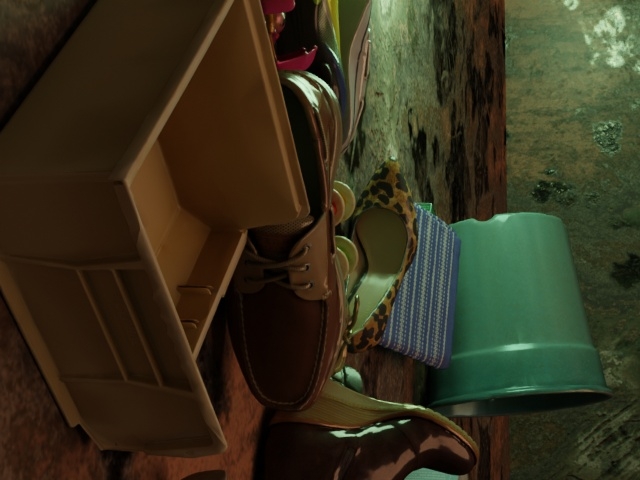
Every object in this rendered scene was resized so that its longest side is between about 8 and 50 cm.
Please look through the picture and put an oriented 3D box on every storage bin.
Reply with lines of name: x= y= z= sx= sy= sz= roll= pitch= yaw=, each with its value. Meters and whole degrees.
storage bin: x=-0.112 y=-0.021 z=0.808 sx=0.262 sy=0.123 sz=0.260 roll=-72 pitch=156 yaw=-47

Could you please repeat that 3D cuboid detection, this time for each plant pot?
plant pot: x=0.347 y=0.140 z=2.049 sx=0.341 sy=0.341 sz=0.334 roll=39 pitch=46 yaw=-69

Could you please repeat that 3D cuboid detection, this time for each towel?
towel: x=0.143 y=0.064 z=1.753 sx=0.336 sy=0.040 sz=0.243 roll=29 pitch=64 yaw=-59

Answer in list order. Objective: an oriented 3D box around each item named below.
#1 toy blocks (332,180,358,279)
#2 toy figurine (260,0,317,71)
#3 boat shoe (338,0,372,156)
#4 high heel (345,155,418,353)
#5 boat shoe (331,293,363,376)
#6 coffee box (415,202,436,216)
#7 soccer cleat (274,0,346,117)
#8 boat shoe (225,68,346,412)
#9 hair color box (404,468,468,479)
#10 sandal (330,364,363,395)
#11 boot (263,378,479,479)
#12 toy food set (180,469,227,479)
toy blocks: x=0.000 y=0.000 z=1.305 sx=0.148 sy=0.054 sz=0.123 roll=-33 pitch=121 yaw=-70
toy figurine: x=-0.054 y=-0.231 z=1.084 sx=0.159 sy=0.130 sz=0.173 roll=91 pitch=-15 yaw=-51
boat shoe: x=0.012 y=-0.222 z=1.311 sx=0.084 sy=0.095 sz=0.258 roll=17 pitch=83 yaw=-80
high heel: x=0.073 y=0.017 z=1.470 sx=0.186 sy=0.093 sz=0.261 roll=-15 pitch=114 yaw=-79
boat shoe: x=-0.006 y=0.079 z=1.221 sx=0.285 sy=0.089 sz=0.104 roll=63 pitch=31 yaw=-58
coffee box: x=0.177 y=0.042 z=1.924 sx=0.113 sy=0.040 sz=0.184 roll=60 pitch=35 yaw=-59
soccer cleat: x=-0.021 y=-0.246 z=1.209 sx=0.121 sy=0.093 sz=0.289 roll=-144 pitch=-128 yaw=-87
boat shoe: x=-0.041 y=0.000 z=1.029 sx=0.116 sy=0.123 sz=0.324 roll=-4 pitch=92 yaw=-81
hair color box: x=0.151 y=0.501 z=1.713 sx=0.374 sy=0.114 sz=0.185 roll=-63 pitch=148 yaw=-58
sandal: x=0.003 y=0.239 z=1.306 sx=0.219 sy=0.090 sz=0.060 roll=-82 pitch=-175 yaw=-47
boot: x=0.048 y=0.272 z=1.207 sx=0.090 sy=0.248 sz=0.207 roll=132 pitch=-23 yaw=-55
toy food set: x=-0.085 y=0.373 z=0.951 sx=0.219 sy=0.092 sz=0.306 roll=-73 pitch=156 yaw=-45
